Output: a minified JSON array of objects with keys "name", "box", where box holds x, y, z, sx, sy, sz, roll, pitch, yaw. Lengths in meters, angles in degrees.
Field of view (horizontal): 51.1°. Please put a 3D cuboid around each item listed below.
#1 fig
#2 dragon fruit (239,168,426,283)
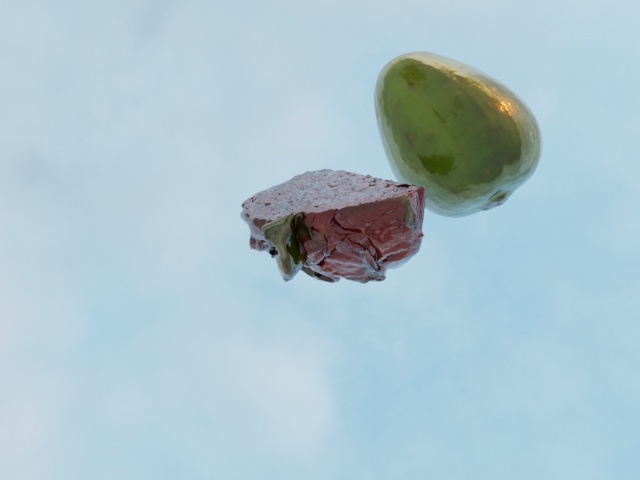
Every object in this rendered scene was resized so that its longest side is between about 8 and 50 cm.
[{"name":"fig","box":[0.228,-0.196,1.205,0.258,0.258,0.326,-42,-101,8]},{"name":"dragon fruit","box":[0.000,0.000,0.960,0.204,0.317,0.152,-16,-73,-19]}]
